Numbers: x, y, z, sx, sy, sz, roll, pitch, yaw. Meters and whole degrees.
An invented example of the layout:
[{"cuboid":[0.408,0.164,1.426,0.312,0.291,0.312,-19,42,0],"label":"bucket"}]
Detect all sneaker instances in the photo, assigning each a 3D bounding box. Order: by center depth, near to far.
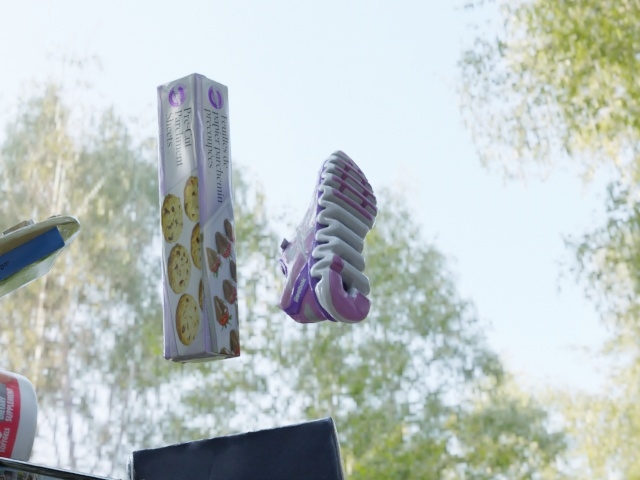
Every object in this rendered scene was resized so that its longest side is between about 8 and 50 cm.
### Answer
[{"cuboid":[0.000,0.000,1.373,0.105,0.236,0.095,-23,-45,35],"label":"sneaker"}]

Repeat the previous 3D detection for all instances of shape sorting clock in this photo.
[{"cuboid":[-0.310,0.034,1.075,0.206,0.206,0.040,-31,-91,30],"label":"shape sorting clock"}]

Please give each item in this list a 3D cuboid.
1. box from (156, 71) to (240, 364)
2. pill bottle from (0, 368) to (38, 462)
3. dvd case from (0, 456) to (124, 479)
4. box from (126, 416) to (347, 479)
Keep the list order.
[{"cuboid":[-0.139,-0.024,1.337,0.067,0.324,0.063,-12,-16,33],"label":"box"},{"cuboid":[-0.499,0.200,1.339,0.319,0.176,0.176,20,-45,-31],"label":"pill bottle"},{"cuboid":[-0.235,0.318,0.995,0.180,0.253,0.022,1,-10,39],"label":"dvd case"},{"cuboid":[-0.065,0.569,1.613,0.297,0.471,0.480,-11,-34,-1],"label":"box"}]
